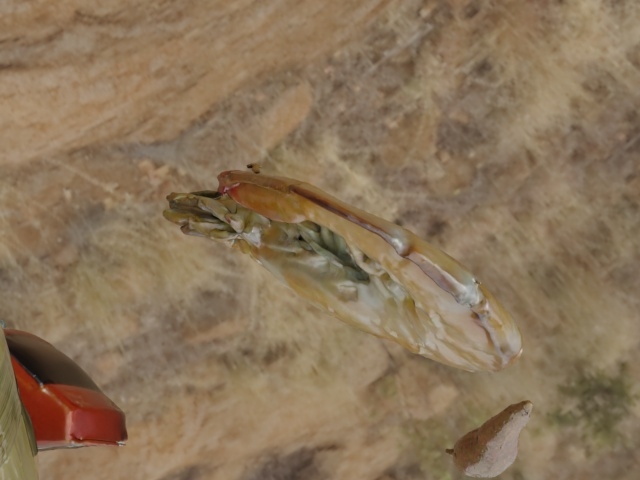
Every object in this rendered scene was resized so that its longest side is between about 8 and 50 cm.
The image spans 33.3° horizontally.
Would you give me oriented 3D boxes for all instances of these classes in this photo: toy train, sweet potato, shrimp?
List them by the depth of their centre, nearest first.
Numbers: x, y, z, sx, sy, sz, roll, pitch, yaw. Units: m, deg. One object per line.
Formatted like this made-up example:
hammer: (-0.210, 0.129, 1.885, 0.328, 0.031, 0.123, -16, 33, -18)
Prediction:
shrimp: (-0.002, 0.003, 0.545, 0.053, 0.236, 0.133, -60, 145, -5)
toy train: (-0.315, 0.094, 0.635, 0.409, 0.089, 0.086, -5, 168, 12)
sweet potato: (0.211, 0.245, 1.279, 0.068, 0.068, 0.226, -14, 160, -24)

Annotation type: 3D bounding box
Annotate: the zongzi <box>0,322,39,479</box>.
zongzi: (-0.213, 0.069, 0.401, 0.197, 0.099, 0.194, -5, 131, -9)
